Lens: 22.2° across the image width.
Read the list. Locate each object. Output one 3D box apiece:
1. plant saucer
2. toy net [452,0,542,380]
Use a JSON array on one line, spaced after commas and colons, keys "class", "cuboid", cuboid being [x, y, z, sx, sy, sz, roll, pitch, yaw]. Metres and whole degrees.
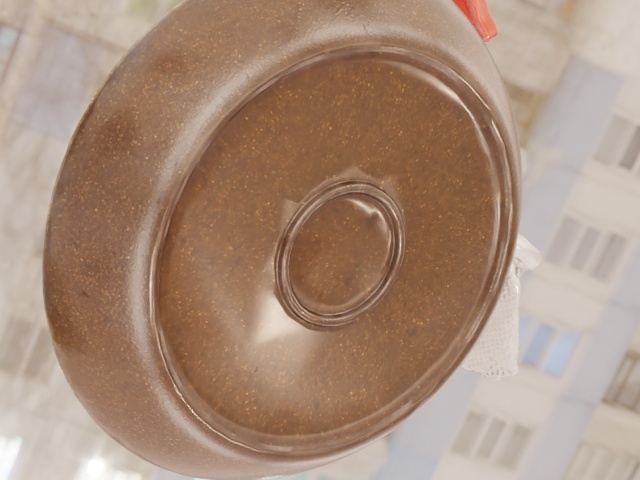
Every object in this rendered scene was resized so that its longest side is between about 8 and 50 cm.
[{"class": "plant saucer", "cuboid": [0.000, 0.000, 0.485, 0.168, 0.168, 0.029, 12, -169, -37]}, {"class": "toy net", "cuboid": [0.042, -0.050, 0.638, 0.122, 0.232, 0.045, -8, -151, 44]}]
